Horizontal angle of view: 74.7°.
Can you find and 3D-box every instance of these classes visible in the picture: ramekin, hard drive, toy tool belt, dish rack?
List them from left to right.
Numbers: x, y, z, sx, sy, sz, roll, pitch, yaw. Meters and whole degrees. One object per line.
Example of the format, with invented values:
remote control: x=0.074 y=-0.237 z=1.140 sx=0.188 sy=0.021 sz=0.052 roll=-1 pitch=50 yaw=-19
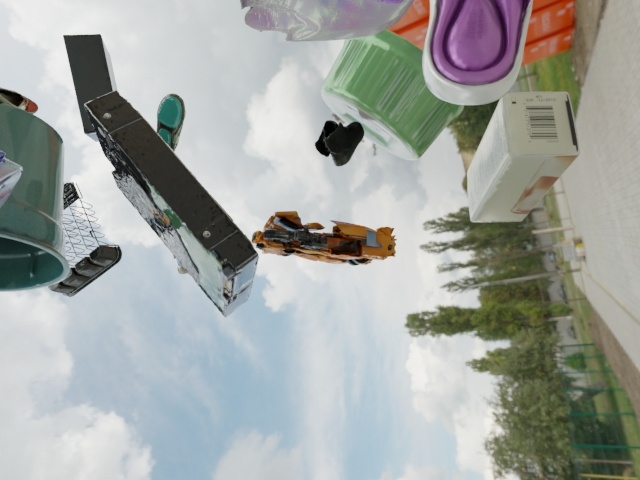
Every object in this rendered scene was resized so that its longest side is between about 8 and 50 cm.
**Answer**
dish rack: x=-0.676 y=-0.011 z=1.127 sx=0.272 sy=0.208 sz=0.074 roll=58 pitch=-172 yaw=17
hard drive: x=-0.235 y=-0.045 z=0.687 sx=0.064 sy=0.237 sz=0.339 roll=-37 pitch=-102 yaw=-25
toy tool belt: x=-0.415 y=0.063 z=1.295 sx=0.052 sy=0.051 sz=0.083 roll=-37 pitch=-64 yaw=-65
ramekin: x=0.146 y=-0.311 z=0.931 sx=0.148 sy=0.303 sz=0.303 roll=-55 pitch=-34 yaw=5

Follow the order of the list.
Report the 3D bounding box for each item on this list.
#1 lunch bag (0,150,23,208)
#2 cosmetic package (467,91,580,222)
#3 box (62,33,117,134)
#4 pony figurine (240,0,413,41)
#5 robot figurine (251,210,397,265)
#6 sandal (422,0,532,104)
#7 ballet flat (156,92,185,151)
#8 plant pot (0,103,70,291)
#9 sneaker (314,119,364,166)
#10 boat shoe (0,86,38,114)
lunch bag: x=-0.529 y=-0.019 z=0.553 sx=0.115 sy=0.243 sz=0.303 roll=35 pitch=-168 yaw=-29
cosmetic package: x=0.420 y=-0.165 z=0.912 sx=0.296 sy=0.129 sz=0.153 roll=77 pitch=-165 yaw=-69
box: x=-0.652 y=-0.436 z=1.228 sx=0.103 sy=0.184 sz=0.262 roll=-11 pitch=-81 yaw=-21
pony figurine: x=0.117 y=-0.294 z=0.347 sx=0.364 sy=0.350 sz=0.303 roll=-113 pitch=26 yaw=-47
robot figurine: x=0.000 y=0.000 z=0.895 sx=0.290 sy=0.211 sz=0.085 roll=9 pitch=-102 yaw=-15
sandal: x=0.220 y=-0.373 z=0.562 sx=0.102 sy=0.169 sz=0.417 roll=71 pitch=-158 yaw=-69
ballet flat: x=-0.372 y=-0.293 z=1.045 sx=0.070 sy=0.188 sz=0.070 roll=20 pitch=-137 yaw=-20
plant pot: x=-0.727 y=-0.099 z=0.925 sx=0.341 sy=0.340 sz=0.334 roll=32 pitch=-134 yaw=-54
sneaker: x=0.042 y=-0.225 z=0.889 sx=0.089 sy=0.051 sz=0.170 roll=55 pitch=-136 yaw=-36
boat shoe: x=-0.708 y=-0.324 z=0.971 sx=0.137 sy=0.043 sz=0.049 roll=-13 pitch=-89 yaw=-80
